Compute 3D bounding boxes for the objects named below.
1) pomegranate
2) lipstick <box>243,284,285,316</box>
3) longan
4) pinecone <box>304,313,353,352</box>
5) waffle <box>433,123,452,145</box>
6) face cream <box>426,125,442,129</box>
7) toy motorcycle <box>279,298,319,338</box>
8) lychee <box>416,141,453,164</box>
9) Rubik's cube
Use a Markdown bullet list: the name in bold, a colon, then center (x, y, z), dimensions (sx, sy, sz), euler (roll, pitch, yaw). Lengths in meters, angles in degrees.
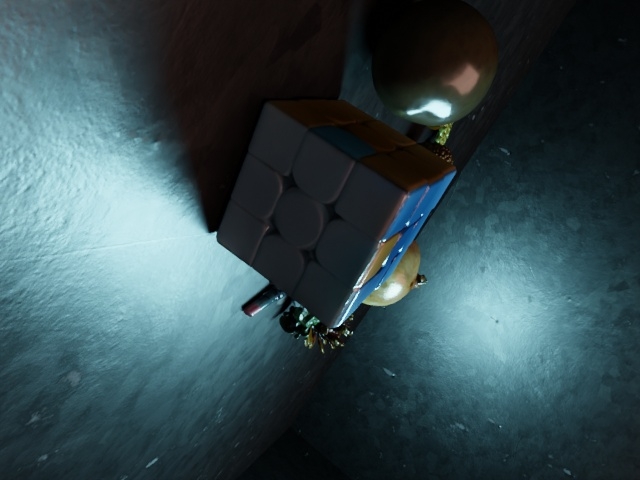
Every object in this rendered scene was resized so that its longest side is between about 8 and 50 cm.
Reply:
- **pomegranate**: center (0.239, 0.098, 1.796), dimensions (0.338, 0.338, 0.338), euler (-49, 163, -20)
- **lipstick**: center (-0.125, 0.146, 1.345), dimensions (0.234, 0.053, 0.053), euler (-33, 153, -47)
- **longan**: center (0.227, -0.355, 0.977), dimensions (0.258, 0.258, 0.258), euler (-49, 163, -20)
- **pinecone**: center (0.032, 0.331, 1.915), dimensions (0.202, 0.202, 0.228), euler (115, -12, -81)
- **waffle**: center (0.486, -0.429, 1.900), dimensions (0.183, 0.036, 0.169), euler (-70, 162, 7)
- **face cream**: center (0.447, -0.457, 1.704), dimensions (0.273, 0.078, 0.078), euler (-36, 155, -50)
- **toy motorcycle**: center (-0.049, 0.213, 1.546), dimensions (0.187, 0.124, 0.274), euler (-24, 146, -12)
- **lychee**: center (0.347, -0.241, 1.668), dimensions (0.238, 0.200, 0.200), euler (-31, 177, 30)
- **Rubik's cube**: center (0.032, -0.070, 0.905), dimensions (0.292, 0.291, 0.290), euler (-28, 150, -56)
